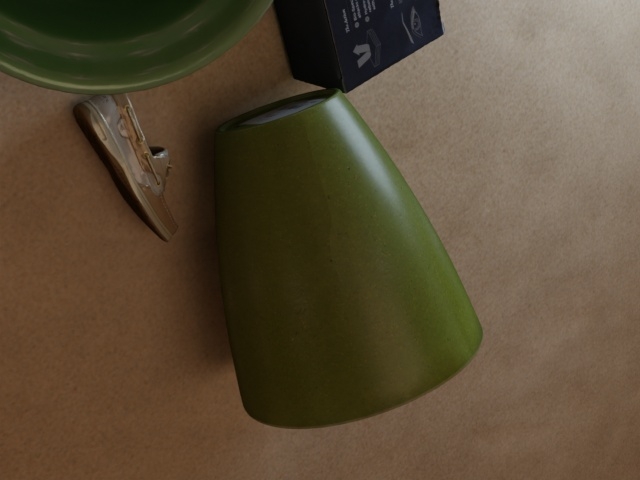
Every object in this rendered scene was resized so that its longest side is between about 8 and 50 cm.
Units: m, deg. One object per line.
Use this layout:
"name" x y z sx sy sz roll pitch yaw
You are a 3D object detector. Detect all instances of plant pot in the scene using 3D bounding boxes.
"plant pot" 0.000 0.000 1.053 0.274 0.274 0.294 -28 107 -31

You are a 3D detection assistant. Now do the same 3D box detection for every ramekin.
"ramekin" -0.176 -0.280 0.768 0.303 0.148 0.303 -12 131 -15

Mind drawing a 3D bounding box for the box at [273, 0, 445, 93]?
"box" 0.037 -0.265 1.062 0.158 0.093 0.156 -34 127 -28

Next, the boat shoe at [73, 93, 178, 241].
"boat shoe" -0.174 -0.074 0.976 0.059 0.063 0.170 -38 128 -17
